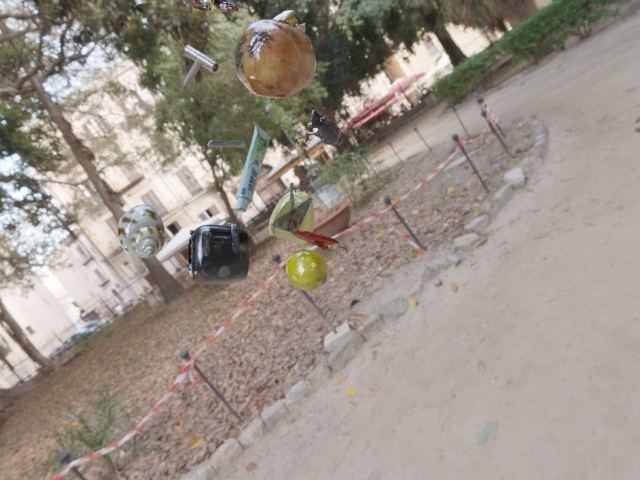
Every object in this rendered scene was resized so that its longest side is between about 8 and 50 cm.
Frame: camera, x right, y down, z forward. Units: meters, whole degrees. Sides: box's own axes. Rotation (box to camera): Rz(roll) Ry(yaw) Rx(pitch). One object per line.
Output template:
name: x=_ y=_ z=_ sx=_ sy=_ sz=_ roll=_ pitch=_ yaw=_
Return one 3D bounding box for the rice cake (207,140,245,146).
rice cake: x=-0.497 y=-0.510 z=2.188 sx=0.206 sy=0.036 sz=0.047 roll=-8 pitch=-4 yaw=-34

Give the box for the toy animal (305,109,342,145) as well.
toy animal: x=0.016 y=-0.562 z=2.135 sx=0.298 sy=0.185 sz=0.122 roll=68 pitch=-142 yaw=-73

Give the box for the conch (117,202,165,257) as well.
conch: x=-0.685 y=-0.022 z=1.585 sx=0.148 sy=0.275 sz=0.183 roll=-20 pitch=-43 yaw=-53

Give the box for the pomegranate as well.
pomegranate: x=-0.169 y=-0.671 z=1.544 sx=0.322 sy=0.322 sz=0.322 roll=-35 pitch=7 yaw=5

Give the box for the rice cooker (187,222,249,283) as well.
rice cooker: x=-0.411 y=0.053 z=1.654 sx=0.224 sy=0.267 sz=0.267 roll=2 pitch=-8 yaw=-22

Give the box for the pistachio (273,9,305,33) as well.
pistachio: x=-0.162 y=-0.842 z=1.726 sx=0.229 sy=0.157 sz=0.157 roll=-46 pitch=5 yaw=10

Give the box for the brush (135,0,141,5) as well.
brush: x=-0.542 y=-0.721 z=1.222 sx=0.016 sy=0.084 sz=0.013 roll=-18 pitch=-30 yaw=-8

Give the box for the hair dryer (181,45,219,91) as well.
hair dryer: x=-0.635 y=-0.839 z=2.095 sx=0.220 sy=0.195 sz=0.053 roll=-61 pitch=-14 yaw=18

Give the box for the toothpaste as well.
toothpaste: x=-0.207 y=-0.218 z=1.255 sx=0.048 sy=0.075 sz=0.297 roll=-7 pitch=60 yaw=33

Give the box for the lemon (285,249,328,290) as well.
lemon: x=-0.058 y=0.123 z=1.719 sx=0.206 sy=0.173 sz=0.173 roll=4 pitch=35 yaw=48

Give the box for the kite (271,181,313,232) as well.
kite: x=-0.111 y=-0.122 z=1.657 sx=0.012 sy=0.250 sz=0.229 roll=29 pitch=50 yaw=35

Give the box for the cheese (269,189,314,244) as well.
cheese: x=-0.151 y=-0.140 z=2.406 sx=0.128 sy=0.259 sz=0.316 roll=-91 pitch=20 yaw=-77

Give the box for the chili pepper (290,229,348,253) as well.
chili pepper: x=0.000 y=0.000 z=1.678 sx=0.059 sy=0.268 sz=0.050 roll=-53 pitch=28 yaw=42

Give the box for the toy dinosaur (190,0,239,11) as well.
toy dinosaur: x=-0.292 y=-0.692 z=1.048 sx=0.432 sy=0.208 sz=0.097 roll=6 pitch=21 yaw=-1
